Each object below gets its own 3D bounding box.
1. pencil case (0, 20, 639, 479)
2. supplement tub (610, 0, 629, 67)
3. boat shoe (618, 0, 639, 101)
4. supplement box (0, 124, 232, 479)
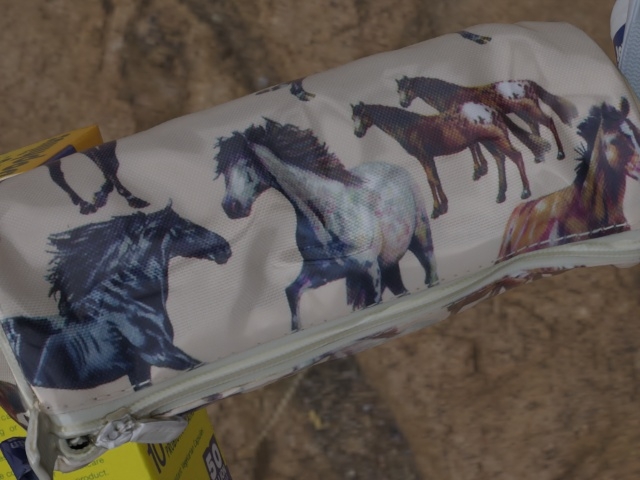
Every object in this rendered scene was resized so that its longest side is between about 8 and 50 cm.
[{"bbox_3d":[0.000,0.000,0.823,0.160,0.410,0.184,98,150,-59],"label":"pencil case"},{"bbox_3d":[0.404,-0.151,1.404,0.228,0.228,0.316,-16,75,33],"label":"supplement tub"},{"bbox_3d":[0.238,-0.184,0.945,0.083,0.076,0.226,20,98,13],"label":"boat shoe"},{"bbox_3d":[-0.232,0.112,1.216,0.195,0.194,0.357,-17,103,11],"label":"supplement box"}]
